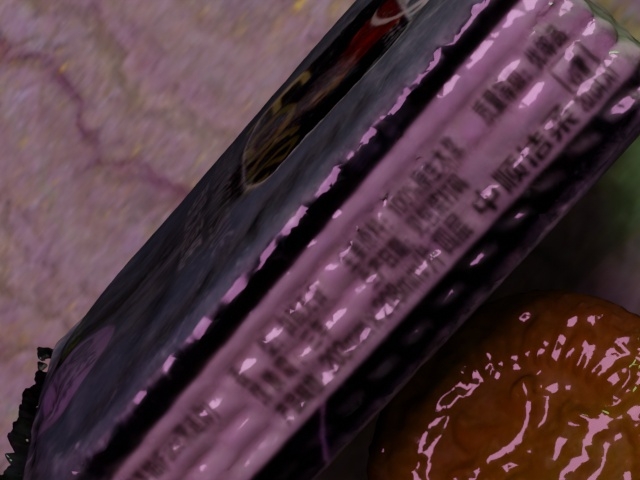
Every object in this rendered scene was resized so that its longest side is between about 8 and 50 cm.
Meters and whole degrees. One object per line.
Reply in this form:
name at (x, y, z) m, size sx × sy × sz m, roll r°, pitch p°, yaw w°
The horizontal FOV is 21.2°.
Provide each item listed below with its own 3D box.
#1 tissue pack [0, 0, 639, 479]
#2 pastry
tissue pack at (0.000, 0.000, 0.846) m, size 0.361 × 0.122 × 0.259 m, roll -49°, pitch 15°, yaw 13°
pastry at (0.113, 0.115, 0.808) m, size 0.188 × 0.103 × 0.189 m, roll -11°, pitch 70°, yaw 30°
